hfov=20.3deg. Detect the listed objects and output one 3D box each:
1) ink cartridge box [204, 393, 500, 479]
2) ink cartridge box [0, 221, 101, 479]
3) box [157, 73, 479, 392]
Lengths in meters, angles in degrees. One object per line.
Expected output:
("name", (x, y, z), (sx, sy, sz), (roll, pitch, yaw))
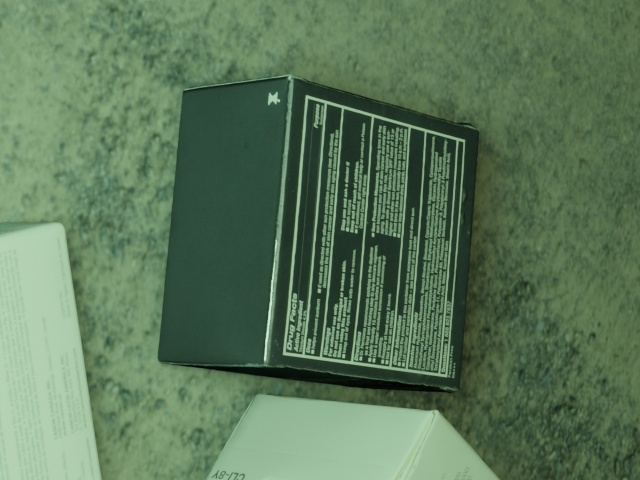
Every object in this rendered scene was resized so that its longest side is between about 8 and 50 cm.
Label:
("ink cartridge box", (0.092, 0.340, 1.922), (0.385, 0.279, 0.160), (48, 58, -33))
("ink cartridge box", (-0.367, 0.165, 1.580), (0.385, 0.091, 0.308), (-16, 102, -49))
("box", (0.000, 0.000, 1.899), (0.294, 0.182, 0.296), (12, 80, -45))
